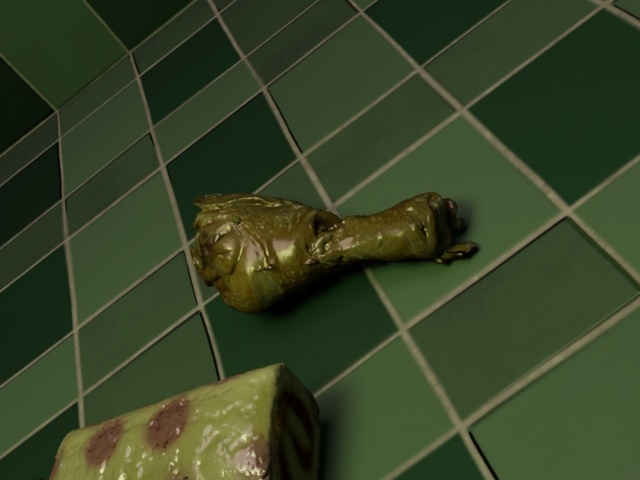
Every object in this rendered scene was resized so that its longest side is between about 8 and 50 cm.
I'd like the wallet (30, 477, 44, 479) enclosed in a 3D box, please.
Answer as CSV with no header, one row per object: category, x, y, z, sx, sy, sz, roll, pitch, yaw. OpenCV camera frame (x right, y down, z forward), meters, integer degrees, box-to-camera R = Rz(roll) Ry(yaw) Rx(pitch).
wallet,-0.456,0.501,1.194,0.197,0.051,0.377,-20,41,29

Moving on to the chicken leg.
chicken leg,0.000,0.000,1.239,0.429,0.152,0.201,-7,38,29

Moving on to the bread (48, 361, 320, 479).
bread,-0.165,0.275,1.069,0.338,0.155,0.187,-21,43,26
